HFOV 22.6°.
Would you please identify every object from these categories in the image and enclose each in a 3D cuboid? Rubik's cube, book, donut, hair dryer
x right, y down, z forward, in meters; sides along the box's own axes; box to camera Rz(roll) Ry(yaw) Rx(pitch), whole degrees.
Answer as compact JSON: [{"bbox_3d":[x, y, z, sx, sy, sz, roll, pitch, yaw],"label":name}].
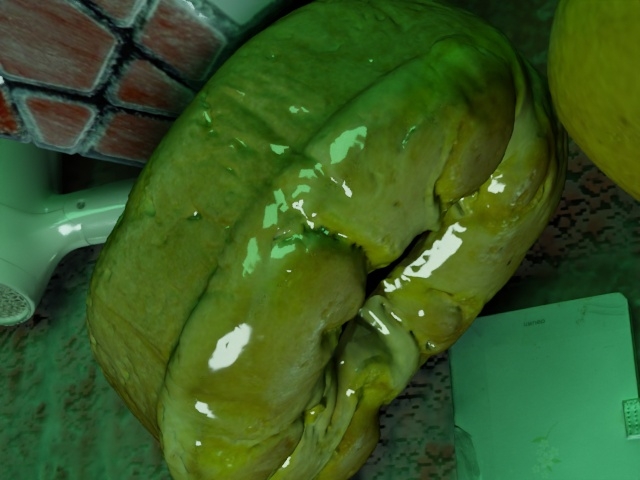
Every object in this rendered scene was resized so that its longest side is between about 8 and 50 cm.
[{"bbox_3d":[-0.106,-0.194,0.834,0.264,0.319,0.319,44,89,4],"label":"Rubik's cube"},{"bbox_3d":[0.116,0.097,0.800,0.103,0.017,0.135,-12,63,20],"label":"book"},{"bbox_3d":[0.000,0.000,0.768,0.128,0.208,0.261,40,96,26],"label":"donut"},{"bbox_3d":[-0.107,-0.055,0.946,0.237,0.075,0.206,-1,61,14],"label":"hair dryer"}]

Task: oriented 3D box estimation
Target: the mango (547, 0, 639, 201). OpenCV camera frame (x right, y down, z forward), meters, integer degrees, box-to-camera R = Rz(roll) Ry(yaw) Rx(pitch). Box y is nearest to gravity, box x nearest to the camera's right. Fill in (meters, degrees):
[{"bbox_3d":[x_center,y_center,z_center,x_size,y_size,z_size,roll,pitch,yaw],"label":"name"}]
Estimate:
[{"bbox_3d":[0.304,-0.071,0.646,0.445,0.301,0.220,5,42,33],"label":"mango"}]
